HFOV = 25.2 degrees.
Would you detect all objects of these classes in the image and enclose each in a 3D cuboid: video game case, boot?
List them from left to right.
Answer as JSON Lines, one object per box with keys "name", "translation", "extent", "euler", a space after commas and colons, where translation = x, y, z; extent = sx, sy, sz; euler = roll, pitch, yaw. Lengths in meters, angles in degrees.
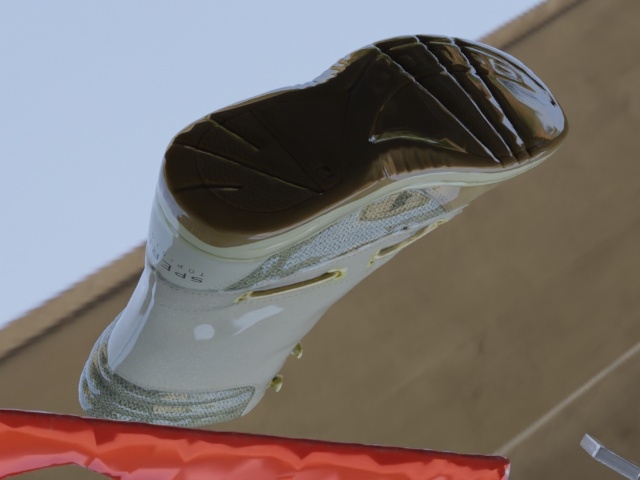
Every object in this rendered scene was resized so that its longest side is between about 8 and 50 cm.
{"name": "boot", "translation": [0.000, 0.000, 0.625], "extent": [0.213, 0.165, 0.077], "euler": [-21, -116, -38]}
{"name": "video game case", "translation": [0.237, 0.171, 0.981], "extent": [0.122, 0.087, 0.011], "euler": [30, -89, 5]}

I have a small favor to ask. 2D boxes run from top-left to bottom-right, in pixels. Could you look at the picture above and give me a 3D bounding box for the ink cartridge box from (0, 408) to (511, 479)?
{"name": "ink cartridge box", "translation": [-0.088, 0.169, 0.439], "extent": [0.275, 0.239, 0.060], "euler": [7, -154, -14]}
